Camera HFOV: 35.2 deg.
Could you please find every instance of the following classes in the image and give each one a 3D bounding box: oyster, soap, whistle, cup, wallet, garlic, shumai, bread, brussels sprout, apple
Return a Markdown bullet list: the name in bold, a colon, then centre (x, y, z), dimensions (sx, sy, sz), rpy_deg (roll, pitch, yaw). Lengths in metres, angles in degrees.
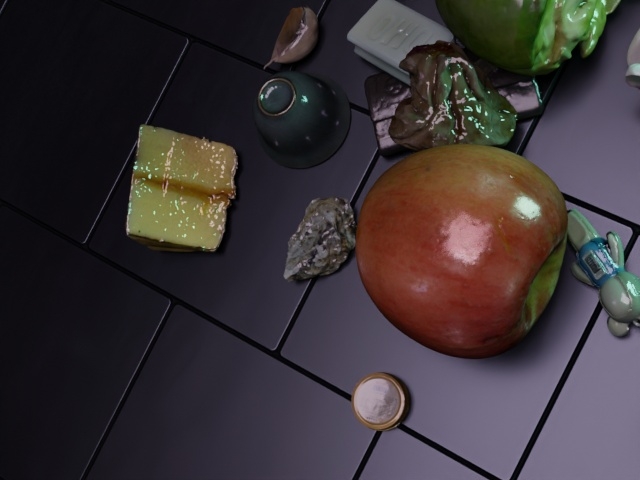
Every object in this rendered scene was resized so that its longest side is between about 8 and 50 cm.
- **oyster**: centre (0.000, 0.000, 1.918), dimensions (0.124, 0.064, 0.177), rpy_deg (9, 80, 26)
- **soap**: centre (0.160, -0.371, 1.908), dimensions (0.119, 0.066, 0.198), rpy_deg (-49, 55, -5)
- **whistle**: centre (0.485, 0.047, 1.723), dimensions (0.114, 0.077, 0.236), rpy_deg (-51, 56, 39)
- **cup**: centre (-0.058, -0.254, 1.944), dimensions (0.199, 0.150, 0.199), rpy_deg (-4, 77, 19)
- **wallet**: centre (0.245, -0.275, 1.895), dimensions (0.321, 0.044, 0.171), rpy_deg (-14, 72, 16)
- **garlic**: centre (-0.046, -0.401, 2.024), dimensions (0.084, 0.066, 0.152), rpy_deg (10, 77, 49)
- **shumai**: centre (0.234, -0.246, 1.752), dimensions (0.218, 0.185, 0.184), rpy_deg (13, 52, 12)
- **bread**: centre (-0.269, -0.104, 1.998), dimensions (0.178, 0.135, 0.240), rpy_deg (2, 77, 21)
- **brussels sprout**: centre (0.370, -0.480, 1.762), dimensions (0.371, 0.276, 0.315), rpy_deg (-41, 63, -4)
- **apple**: centre (0.226, 0.008, 1.670), dimensions (0.363, 0.364, 0.364), rpy_deg (-4, 77, 19)

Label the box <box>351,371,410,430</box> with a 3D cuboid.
- **box**: centre (0.108, 0.291, 1.826), dimensions (0.105, 0.037, 0.106), rpy_deg (-5, 76, 20)

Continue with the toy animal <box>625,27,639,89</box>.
- **toy animal**: centre (0.659, -0.340, 1.691), dimensions (0.249, 0.174, 0.289), rpy_deg (36, 93, 35)
